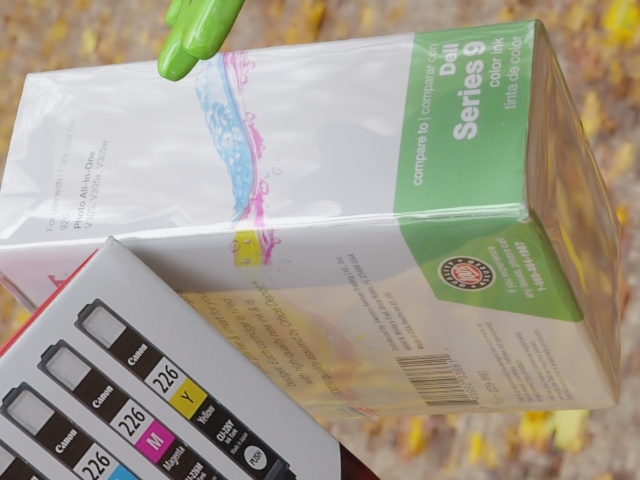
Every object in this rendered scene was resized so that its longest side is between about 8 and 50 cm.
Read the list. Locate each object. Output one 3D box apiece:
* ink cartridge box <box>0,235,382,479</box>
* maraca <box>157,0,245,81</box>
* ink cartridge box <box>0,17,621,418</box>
[{"bbox_3d":[-0.122,0.153,0.637,0.130,0.272,0.309,-43,7,42],"label":"ink cartridge box"},{"bbox_3d":[-0.004,-0.133,0.615,0.185,0.099,0.127,-57,12,25],"label":"maraca"},{"bbox_3d":[0.000,0.000,0.776,0.212,0.154,0.093,-6,58,19],"label":"ink cartridge box"}]
